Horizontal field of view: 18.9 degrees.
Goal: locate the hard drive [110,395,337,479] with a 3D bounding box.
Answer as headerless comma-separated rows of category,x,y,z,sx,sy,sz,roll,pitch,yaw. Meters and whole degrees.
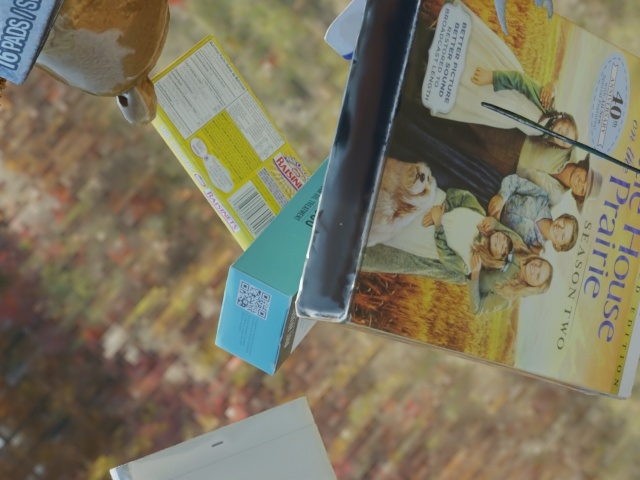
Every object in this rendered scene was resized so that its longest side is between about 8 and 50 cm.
hard drive,-0.053,0.327,1.834,0.308,0.203,0.040,69,159,5

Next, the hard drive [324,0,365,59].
hard drive,0.118,-0.295,1.852,0.040,0.210,0.319,43,-156,-4

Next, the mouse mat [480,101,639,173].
mouse mat,0.214,-0.050,1.325,0.189,0.007,0.152,20,-173,-24

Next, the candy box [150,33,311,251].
candy box,-0.082,-0.085,1.832,0.027,0.105,0.206,-23,105,51

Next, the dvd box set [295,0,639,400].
dvd box set,0.166,-0.042,1.649,0.062,0.308,0.420,10,174,42

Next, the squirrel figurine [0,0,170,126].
squirrel figurine,-0.289,-0.204,1.689,0.370,0.397,0.281,44,180,42

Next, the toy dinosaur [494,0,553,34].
toy dinosaur,0.061,-0.299,1.431,0.313,0.160,0.121,26,138,-1

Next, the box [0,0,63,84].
box,-0.134,-0.213,0.782,0.142,0.163,0.247,23,143,-8

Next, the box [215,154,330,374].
box,0.000,0.000,1.670,0.060,0.244,0.100,27,135,14
